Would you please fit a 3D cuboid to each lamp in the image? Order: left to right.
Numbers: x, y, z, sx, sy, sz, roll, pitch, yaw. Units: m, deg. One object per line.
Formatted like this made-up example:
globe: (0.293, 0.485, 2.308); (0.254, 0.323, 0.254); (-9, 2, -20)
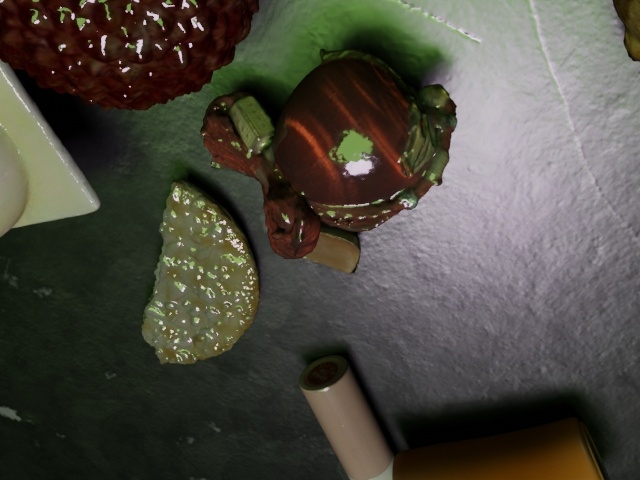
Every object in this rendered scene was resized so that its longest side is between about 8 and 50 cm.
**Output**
lamp: (0.008, -0.102, 0.665); (0.223, 0.215, 0.151); (-26, 151, -8)

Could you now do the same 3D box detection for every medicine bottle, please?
medicine bottle: (-0.456, -0.086, 0.729); (0.407, 0.235, 0.235); (-9, 118, 17)

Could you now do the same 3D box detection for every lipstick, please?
lipstick: (0.052, 0.272, 0.929); (0.070, 0.070, 0.254); (-16, 115, 21)

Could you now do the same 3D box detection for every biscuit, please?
biscuit: (-0.144, 0.061, 0.865); (0.141, 0.038, 0.289); (20, 124, 0)

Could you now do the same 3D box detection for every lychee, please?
lychee: (-0.166, -0.246, 0.562); (0.264, 0.264, 0.300); (19, 141, 1)

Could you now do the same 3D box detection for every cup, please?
cup: (0.234, 0.334, 0.888); (0.264, 0.182, 0.226); (-24, 146, 17)

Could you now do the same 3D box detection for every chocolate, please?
chocolate: (0.000, 0.000, 0.802); (0.101, 0.031, 0.064); (17, 140, 7)

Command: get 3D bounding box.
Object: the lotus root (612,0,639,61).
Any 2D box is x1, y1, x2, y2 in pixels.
lotus root: (0.295, -0.230, 0.540); (0.139, 0.138, 0.214); (15, 134, 3)
